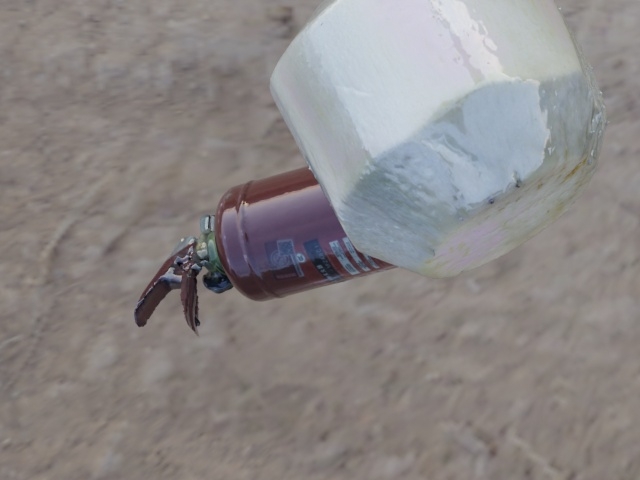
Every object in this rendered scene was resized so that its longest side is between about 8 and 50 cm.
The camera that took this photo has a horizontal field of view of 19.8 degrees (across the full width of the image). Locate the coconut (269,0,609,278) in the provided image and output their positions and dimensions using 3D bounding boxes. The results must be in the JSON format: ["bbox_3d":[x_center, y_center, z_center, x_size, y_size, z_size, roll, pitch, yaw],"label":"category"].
[{"bbox_3d":[0.079,-0.103,1.266,0.241,0.241,0.241,2,97,13],"label":"coconut"}]

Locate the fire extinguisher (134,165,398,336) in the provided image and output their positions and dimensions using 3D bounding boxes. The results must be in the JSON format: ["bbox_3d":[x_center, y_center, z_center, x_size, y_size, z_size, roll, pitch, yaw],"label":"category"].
[{"bbox_3d":[0.000,0.000,1.516,0.337,0.147,0.106,-16,125,21],"label":"fire extinguisher"}]
